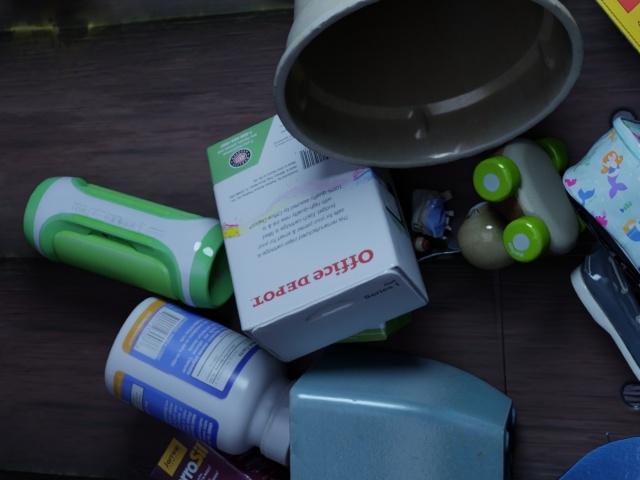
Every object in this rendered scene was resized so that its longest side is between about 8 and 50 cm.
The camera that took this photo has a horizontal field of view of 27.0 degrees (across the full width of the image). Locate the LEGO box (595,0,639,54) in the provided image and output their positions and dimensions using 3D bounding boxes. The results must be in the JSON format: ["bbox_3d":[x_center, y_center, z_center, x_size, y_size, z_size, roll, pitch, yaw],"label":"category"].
[{"bbox_3d":[0.547,-0.329,1.321,0.500,0.193,0.372,-44,66,24],"label":"LEGO box"}]

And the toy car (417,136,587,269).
[{"bbox_3d":[0.206,-0.025,1.606,0.188,0.155,0.149,-28,86,39],"label":"toy car"}]

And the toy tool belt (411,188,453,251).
[{"bbox_3d":[0.143,-0.024,1.680,0.051,0.052,0.083,7,102,32],"label":"toy tool belt"}]

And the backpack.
[{"bbox_3d":[0.400,-0.031,1.466,0.253,0.225,0.191,46,113,24],"label":"backpack"}]

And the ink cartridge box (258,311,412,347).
[{"bbox_3d":[0.000,0.000,1.725,0.189,0.097,0.255,-6,97,26],"label":"ink cartridge box"}]

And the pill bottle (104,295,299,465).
[{"bbox_3d":[-0.138,0.194,1.788,0.272,0.152,0.152,25,108,14],"label":"pill bottle"}]

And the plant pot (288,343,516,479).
[{"bbox_3d":[0.112,0.275,1.651,0.252,0.248,0.247,0,99,12],"label":"plant pot"}]

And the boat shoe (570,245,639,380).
[{"bbox_3d":[0.402,0.110,1.563,0.079,0.095,0.254,-47,69,35],"label":"boat shoe"}]

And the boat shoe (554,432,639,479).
[{"bbox_3d":[0.340,0.302,1.629,0.258,0.089,0.109,-31,72,31],"label":"boat shoe"}]

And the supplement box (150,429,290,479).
[{"bbox_3d":[-0.127,0.336,1.850,0.188,0.081,0.104,36,112,15],"label":"supplement box"}]

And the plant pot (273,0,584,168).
[{"bbox_3d":[0.096,-0.298,1.493,0.334,0.334,0.305,-24,57,26],"label":"plant pot"}]

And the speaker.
[{"bbox_3d":[-0.257,0.000,1.827,0.296,0.131,0.131,17,105,21],"label":"speaker"}]

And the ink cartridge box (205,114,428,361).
[{"bbox_3d":[-0.008,-0.020,1.617,0.201,0.117,0.278,-24,56,14],"label":"ink cartridge box"}]
